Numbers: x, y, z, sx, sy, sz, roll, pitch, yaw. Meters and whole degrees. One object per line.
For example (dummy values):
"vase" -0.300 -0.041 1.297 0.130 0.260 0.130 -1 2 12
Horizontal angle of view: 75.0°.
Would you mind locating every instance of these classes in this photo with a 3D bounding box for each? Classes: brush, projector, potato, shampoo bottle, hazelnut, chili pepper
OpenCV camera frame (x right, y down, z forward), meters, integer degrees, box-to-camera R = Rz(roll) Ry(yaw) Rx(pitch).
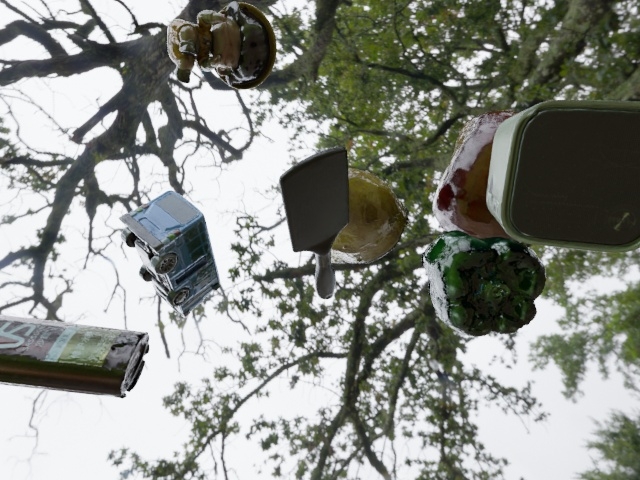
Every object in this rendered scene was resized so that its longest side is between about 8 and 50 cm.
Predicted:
"brush" 0.000 0.000 0.382 0.063 0.016 0.193 -28 -39 -19
"projector" 0.472 -0.129 0.807 0.249 0.249 0.248 7 -77 14
"potato" 0.055 -0.104 1.309 0.296 0.397 0.289 32 -107 -41
"shampoo bottle" -0.464 0.182 0.684 0.324 0.129 0.084 9 -58 -4
"hazelnut" 0.530 -0.176 1.255 0.359 0.359 0.409 28 -87 -30
"chili pepper" 0.364 0.091 0.988 0.249 0.256 0.233 13 -80 -2

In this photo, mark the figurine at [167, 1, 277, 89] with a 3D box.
"figurine" -0.229 -0.463 0.987 0.257 0.167 0.192 -11 -46 -38

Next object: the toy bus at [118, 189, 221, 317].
"toy bus" -0.275 0.031 0.802 0.133 0.116 0.233 -43 -26 -30
